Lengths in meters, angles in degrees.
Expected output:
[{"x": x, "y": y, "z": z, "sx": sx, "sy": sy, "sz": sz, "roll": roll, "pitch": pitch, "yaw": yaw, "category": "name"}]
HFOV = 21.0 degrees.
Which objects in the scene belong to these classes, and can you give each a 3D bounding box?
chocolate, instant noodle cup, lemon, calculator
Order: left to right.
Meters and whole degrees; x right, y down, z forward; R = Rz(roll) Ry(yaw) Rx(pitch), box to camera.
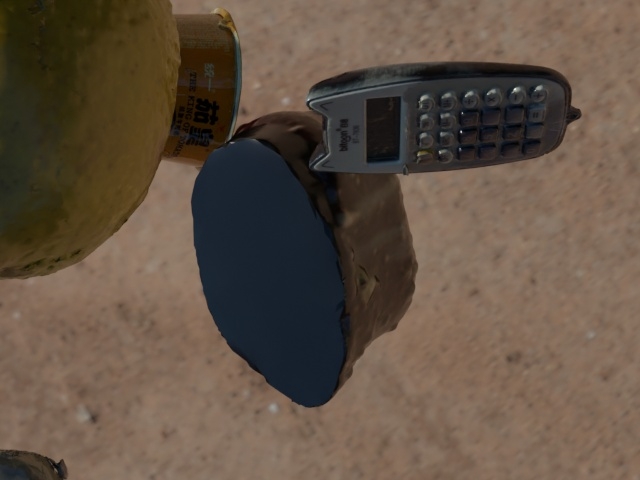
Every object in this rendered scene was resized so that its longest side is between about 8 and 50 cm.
[{"x": -0.229, "y": -0.108, "z": 1.228, "sx": 0.258, "sy": 0.258, "sz": 0.310, "roll": -25, "pitch": 53, "yaw": 40, "category": "lemon"}, {"x": -0.211, "y": -0.195, "z": 2.175, "sx": 0.216, "sy": 0.172, "sz": 0.216, "roll": -176, "pitch": 90, "yaw": -68, "category": "instant noodle cup"}, {"x": 0.000, "y": 0.000, "z": 2.042, "sx": 0.225, "sy": 0.210, "sz": 0.340, "roll": 7, "pitch": 117, "yaw": 39, "category": "chocolate"}, {"x": 0.120, "y": -0.117, "z": 1.677, "sx": 0.268, "sy": 0.040, "sz": 0.177, "roll": 0, "pitch": 153, "yaw": 0, "category": "calculator"}]

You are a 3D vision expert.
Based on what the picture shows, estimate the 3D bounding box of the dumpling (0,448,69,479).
[{"x": -0.303, "y": 0.327, "z": 1.666, "sx": 0.163, "sy": 0.204, "sz": 0.293, "roll": 47, "pitch": 152, "yaw": 46, "category": "dumpling"}]
